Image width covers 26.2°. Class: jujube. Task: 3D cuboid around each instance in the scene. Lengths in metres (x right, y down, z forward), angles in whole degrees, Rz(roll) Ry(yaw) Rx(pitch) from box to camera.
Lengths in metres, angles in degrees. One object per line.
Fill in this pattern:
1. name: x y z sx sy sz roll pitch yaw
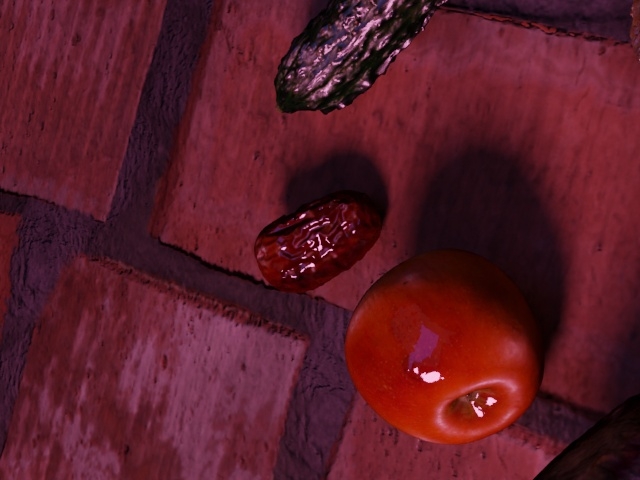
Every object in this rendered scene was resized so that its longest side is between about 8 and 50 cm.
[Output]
1. jujube: 0.000 0.000 1.287 0.129 0.077 0.077 -28 64 21

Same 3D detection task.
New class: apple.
1. apple: 0.103 0.091 1.122 0.163 0.163 0.139 -53 46 20

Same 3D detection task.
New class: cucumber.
1. cucumber: 0.080 -0.240 1.251 0.359 0.096 0.096 -50 54 25

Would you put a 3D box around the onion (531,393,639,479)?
1. onion: 0.274 0.283 0.876 0.348 0.348 0.385 -34 97 31

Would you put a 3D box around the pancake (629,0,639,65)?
1. pancake: 0.363 -0.198 1.023 0.282 0.049 0.282 -8 76 36
